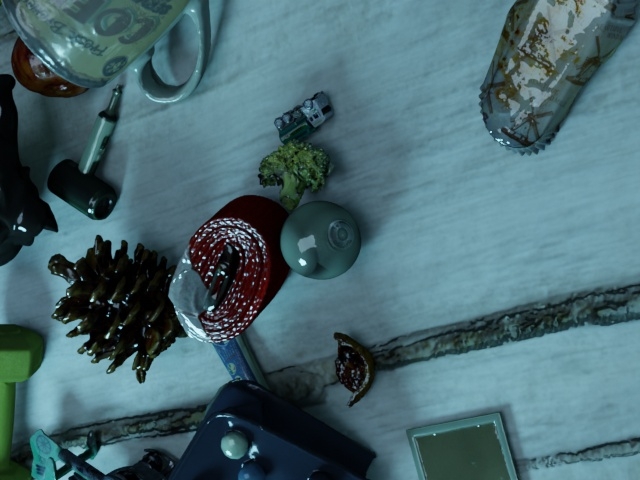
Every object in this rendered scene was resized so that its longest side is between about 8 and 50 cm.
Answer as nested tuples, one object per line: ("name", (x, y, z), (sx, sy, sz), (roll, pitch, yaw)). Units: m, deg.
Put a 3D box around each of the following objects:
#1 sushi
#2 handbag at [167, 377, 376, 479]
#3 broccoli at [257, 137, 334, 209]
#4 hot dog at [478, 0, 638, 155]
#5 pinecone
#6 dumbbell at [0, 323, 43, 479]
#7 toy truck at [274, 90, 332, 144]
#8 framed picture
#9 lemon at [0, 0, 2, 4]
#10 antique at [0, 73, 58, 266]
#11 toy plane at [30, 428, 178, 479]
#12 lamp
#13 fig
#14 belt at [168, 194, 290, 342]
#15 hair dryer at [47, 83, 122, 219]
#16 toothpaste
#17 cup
("sushi", (0.042, 0.164, 1.755), (0.050, 0.047, 0.099), (-21, 86, 31))
("handbag", (-0.085, 0.379, 1.788), (0.269, 0.118, 0.326), (29, 112, -2))
("broccoli", (-0.036, -0.086, 1.752), (0.097, 0.095, 0.092), (21, 66, 4))
("hot dog", (0.263, -0.211, 1.547), (0.131, 0.069, 0.253), (35, 117, 16))
("pinecone", (-0.287, 0.088, 1.897), (0.212, 0.168, 0.186), (31, 99, 13))
("dumbbell", (-0.503, 0.281, 2.103), (0.108, 0.121, 0.302), (8, 102, 3))
("toy truck", (-0.022, -0.159, 1.762), (0.083, 0.039, 0.044), (-29, 97, 35))
("framed picture", (0.191, 0.315, 1.696), (0.142, 0.011, 0.183), (-17, 87, 34))
("lemon", (-0.560, -0.447, 1.948), (0.293, 0.293, 0.293), (5, 99, 33))
("antique", (-0.509, -0.081, 1.996), (0.322, 0.185, 0.255), (-45, 59, 60))
("toy plane", (-0.291, 0.381, 1.983), (0.381, 0.106, 0.155), (28, 123, 23))
("lamp", (0.000, 0.000, 1.726), (0.105, 0.105, 0.105), (5, 99, 33))
("fig", (-0.371, -0.273, 1.942), (0.128, 0.128, 0.150), (20, 67, 30))
("belt", (-0.112, 0.035, 1.800), (0.128, 0.124, 0.201), (30, 118, 7))
("hair dryer", (-0.324, -0.136, 1.966), (0.100, 0.057, 0.198), (30, 106, 26))
("toothpaste", (-0.095, 0.199, 1.861), (0.057, 0.034, 0.197), (-37, 73, 23))
("cup", (-0.242, -0.329, 1.802), (0.257, 0.227, 0.301), (-27, 110, 29))
